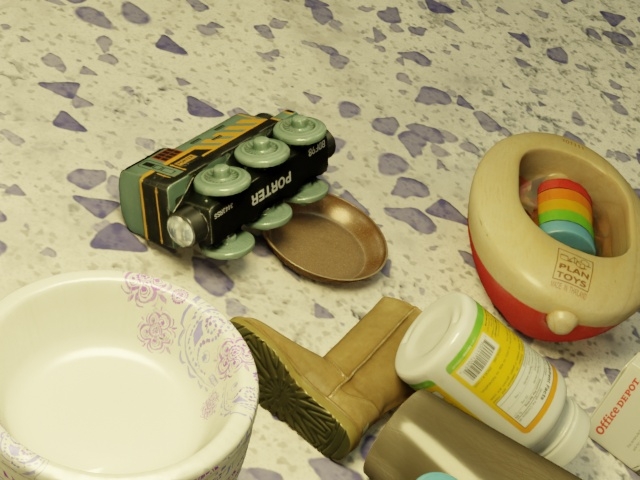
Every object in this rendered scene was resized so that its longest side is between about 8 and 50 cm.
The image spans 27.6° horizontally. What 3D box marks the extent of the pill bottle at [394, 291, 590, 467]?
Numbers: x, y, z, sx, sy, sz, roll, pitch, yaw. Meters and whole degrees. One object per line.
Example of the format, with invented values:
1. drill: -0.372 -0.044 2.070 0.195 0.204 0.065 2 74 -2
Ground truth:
1. pill bottle: 0.226 0.189 1.670 0.246 0.136 0.136 39 33 -17

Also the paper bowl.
1. paper bowl: -0.209 0.174 1.271 0.284 0.148 0.284 9 40 -8

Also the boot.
1. boot: 0.025 0.142 1.702 0.236 0.089 0.269 46 41 7

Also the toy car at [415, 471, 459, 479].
1. toy car: 0.076 0.397 1.309 0.210 0.219 0.238 -5 51 -33

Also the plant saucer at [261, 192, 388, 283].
1. plant saucer: 0.000 0.000 1.899 0.199 0.036 0.198 16 38 -13

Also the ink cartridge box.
1. ink cartridge box: 0.481 0.255 1.760 0.203 0.148 0.086 39 40 17

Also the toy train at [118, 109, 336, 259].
1. toy train: -0.125 -0.092 1.828 0.190 0.142 0.334 18 37 31

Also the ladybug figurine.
1. ladybug figurine: 0.353 0.005 1.985 0.305 0.162 0.449 23 36 -3

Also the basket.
1. basket: 0.176 0.292 1.550 0.227 0.154 0.204 34 36 19
